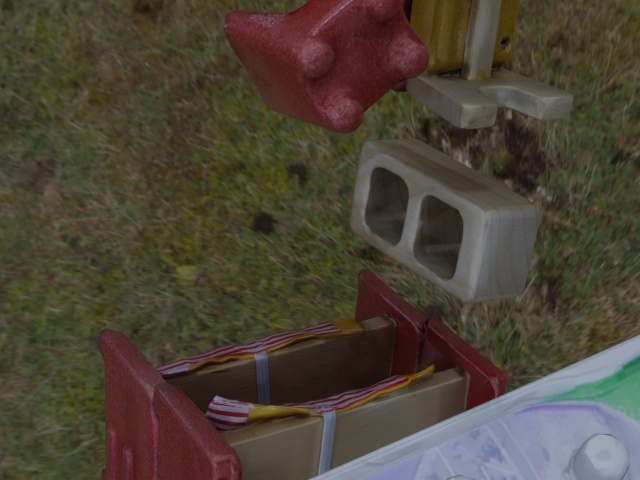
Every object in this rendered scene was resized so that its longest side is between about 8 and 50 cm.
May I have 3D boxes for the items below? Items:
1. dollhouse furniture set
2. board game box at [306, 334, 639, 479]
[{"bbox_3d":[0.000,0.000,0.651,0.152,0.201,0.374,35,126,49],"label":"dollhouse furniture set"},{"bbox_3d":[0.077,0.207,0.211,0.390,0.050,0.390,-21,60,-15],"label":"board game box"}]
